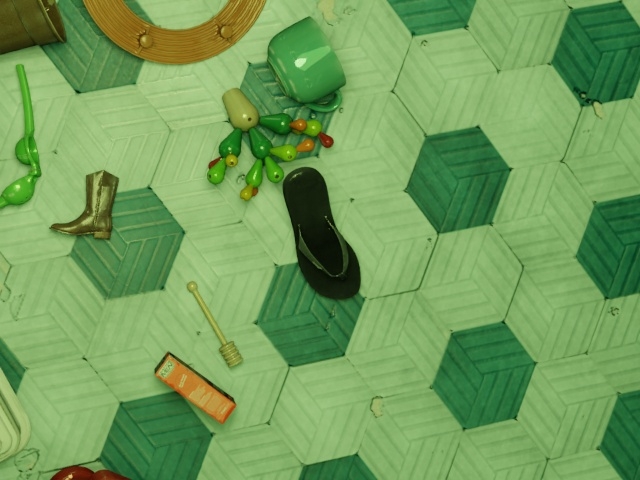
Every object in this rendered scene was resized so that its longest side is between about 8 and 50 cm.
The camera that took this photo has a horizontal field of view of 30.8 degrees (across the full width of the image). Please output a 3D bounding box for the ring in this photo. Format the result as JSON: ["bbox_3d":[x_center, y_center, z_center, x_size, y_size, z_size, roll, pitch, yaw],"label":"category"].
[{"bbox_3d":[-0.233,-0.455,1.901,0.337,0.032,0.336,-6,107,-20],"label":"ring"}]

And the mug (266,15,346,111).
[{"bbox_3d":[-0.024,-0.282,1.940,0.097,0.129,0.157,-29,96,-5],"label":"mug"}]

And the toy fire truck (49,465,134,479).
[{"bbox_3d":[-0.351,0.528,1.896,0.254,0.169,0.302,30,87,-27],"label":"toy fire truck"}]

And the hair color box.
[{"bbox_3d":[-0.210,0.246,1.947,0.141,0.072,0.043,37,86,-8],"label":"hair color box"}]

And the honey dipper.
[{"bbox_3d":[-0.181,0.139,1.973,0.030,0.030,0.160,-28,92,-8],"label":"honey dipper"}]

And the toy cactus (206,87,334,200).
[{"bbox_3d":[-0.105,-0.173,1.957,0.219,0.112,0.180,-29,76,-5],"label":"toy cactus"}]

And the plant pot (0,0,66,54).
[{"bbox_3d":[-0.514,-0.366,1.853,0.165,0.167,0.167,-21,94,0],"label":"plant pot"}]

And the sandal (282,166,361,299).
[{"bbox_3d":[-0.001,0.000,1.951,0.097,0.054,0.254,-26,117,-6],"label":"sandal"}]

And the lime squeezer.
[{"bbox_3d":[-0.506,-0.129,1.912,0.110,0.059,0.310,22,89,21],"label":"lime squeezer"}]

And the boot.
[{"bbox_3d":[-0.392,-0.064,1.930,0.106,0.037,0.114,6,93,-22],"label":"boot"}]

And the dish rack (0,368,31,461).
[{"bbox_3d":[-0.660,0.293,1.845,0.333,0.072,0.285,-26,110,-7],"label":"dish rack"}]
